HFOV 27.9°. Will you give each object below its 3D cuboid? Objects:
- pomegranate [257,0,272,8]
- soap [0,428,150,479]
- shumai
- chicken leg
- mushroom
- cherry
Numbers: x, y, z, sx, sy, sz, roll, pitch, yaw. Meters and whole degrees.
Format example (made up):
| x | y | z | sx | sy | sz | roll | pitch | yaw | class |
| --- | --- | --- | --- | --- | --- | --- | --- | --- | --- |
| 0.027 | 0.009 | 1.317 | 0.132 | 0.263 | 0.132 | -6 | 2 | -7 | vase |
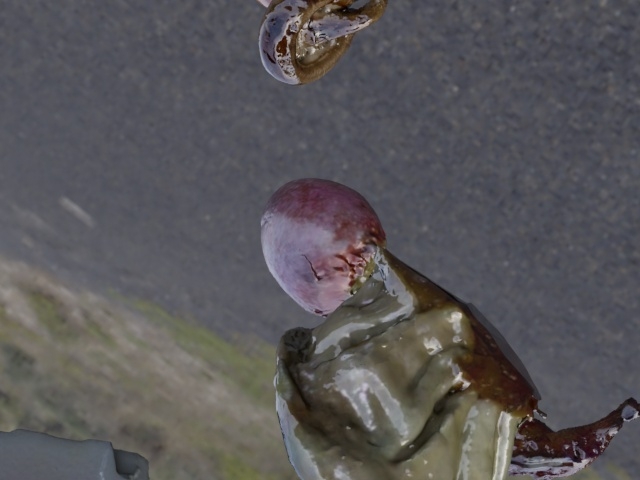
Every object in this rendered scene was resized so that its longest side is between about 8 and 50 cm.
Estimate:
| x | y | z | sx | sy | sz | roll | pitch | yaw | class |
| --- | --- | --- | --- | --- | --- | --- | --- | --- | --- |
| -0.017 | -0.426 | 1.936 | 0.209 | 0.209 | 0.209 | 33 | 164 | 11 | pomegranate |
| -0.363 | 0.279 | 1.411 | 0.258 | 0.159 | 0.302 | -26 | 132 | 28 | soap |
| 0.062 | 0.102 | 0.720 | 0.201 | 0.120 | 0.201 | 54 | -166 | -20 | shumai |
| 0.259 | 0.225 | 1.442 | 0.205 | 0.093 | 0.053 | -3 | -179 | 0 | chicken leg |
| 0.001 | -0.253 | 1.476 | 0.080 | 0.171 | 0.135 | 56 | 165 | 32 | mushroom |
| 0.000 | 0.000 | 1.894 | 0.249 | 0.175 | 0.192 | 53 | 176 | 39 | cherry |
